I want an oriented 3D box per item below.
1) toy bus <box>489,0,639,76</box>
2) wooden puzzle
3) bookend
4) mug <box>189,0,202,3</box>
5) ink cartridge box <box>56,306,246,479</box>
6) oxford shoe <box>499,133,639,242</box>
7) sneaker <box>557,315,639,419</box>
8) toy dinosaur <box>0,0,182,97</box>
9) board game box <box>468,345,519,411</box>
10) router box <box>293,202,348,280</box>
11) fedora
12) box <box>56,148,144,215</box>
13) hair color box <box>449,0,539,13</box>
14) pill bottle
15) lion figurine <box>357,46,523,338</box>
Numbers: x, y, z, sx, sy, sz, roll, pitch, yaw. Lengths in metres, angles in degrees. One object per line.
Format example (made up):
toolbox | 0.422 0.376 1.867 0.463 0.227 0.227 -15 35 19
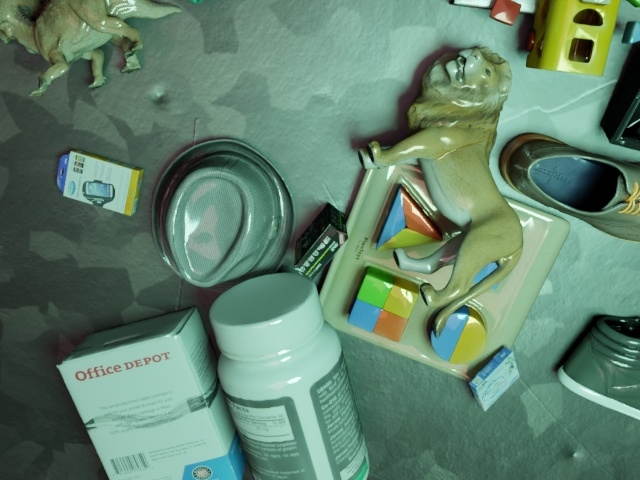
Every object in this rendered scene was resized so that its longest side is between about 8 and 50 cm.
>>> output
toy bus | 0.349 -0.317 0.833 0.191 0.104 0.202 -38 103 13
wooden puzzle | 0.194 0.062 1.025 0.348 0.080 0.322 20 107 -2
bookend | 0.521 -0.202 0.899 0.157 0.072 0.156 15 127 0
mug | -0.140 -0.429 0.897 0.158 0.097 0.129 -18 105 10
ink cartridge box | -0.285 0.299 1.108 0.223 0.129 0.307 -15 105 9
oxford shoe | 0.455 -0.058 0.939 0.364 0.133 0.130 15 107 0
sneaker | 0.563 0.220 1.027 0.296 0.104 0.147 19 112 3
toy dinosaur | -0.372 -0.340 0.934 0.296 0.127 0.200 -22 97 5
board game box | 0.297 0.236 1.059 0.090 0.020 0.090 -41 135 -12
router box | 0.000 0.000 1.000 0.038 0.122 0.092 37 106 -13
fedora | -0.169 -0.021 1.006 0.244 0.124 0.275 23 107 -2
box | -0.373 -0.100 1.051 0.136 0.028 0.081 18 107 2
hair color box | 0.280 -0.379 0.900 0.167 0.053 0.093 8 108 0
pill bottle | -0.049 0.250 1.019 0.204 0.204 0.361 -10 112 8
lion figurine | 0.206 -0.077 0.907 0.240 0.142 0.392 -17 87 -6
